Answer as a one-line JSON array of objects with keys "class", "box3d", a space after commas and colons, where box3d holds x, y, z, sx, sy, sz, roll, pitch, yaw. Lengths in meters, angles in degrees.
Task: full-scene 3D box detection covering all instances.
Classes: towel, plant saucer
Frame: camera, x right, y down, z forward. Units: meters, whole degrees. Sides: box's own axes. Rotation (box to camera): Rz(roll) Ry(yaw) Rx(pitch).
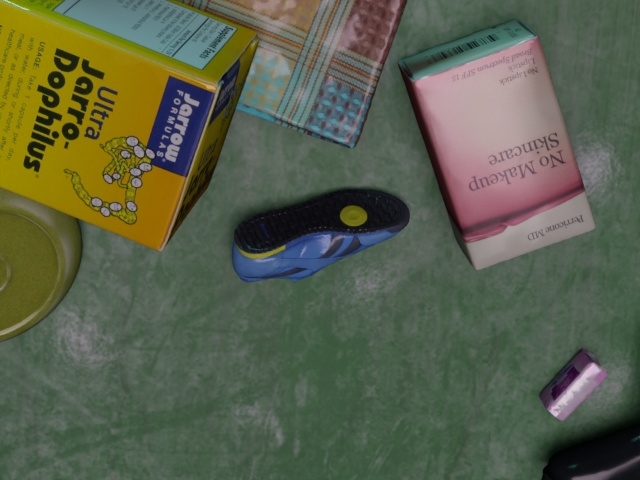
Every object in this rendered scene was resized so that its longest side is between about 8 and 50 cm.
[{"class": "towel", "box3d": [-0.093, -0.280, 1.769, 0.370, 0.040, 0.271, 20, 104, 4]}, {"class": "plant saucer", "box3d": [-0.378, 0.030, 1.835, 0.241, 0.037, 0.241, -12, 128, -15]}]

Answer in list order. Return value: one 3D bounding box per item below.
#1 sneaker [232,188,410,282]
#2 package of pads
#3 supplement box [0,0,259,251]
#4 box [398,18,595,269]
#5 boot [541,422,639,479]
[{"class": "sneaker", "box3d": [0.000, 0.000, 1.900, 0.209, 0.069, 0.082, -14, 141, -9]}, {"class": "package of pads", "box3d": [0.302, 0.172, 1.976, 0.032, 0.050, 0.083, 39, 99, -14]}, {"class": "supplement box", "box3d": [-0.273, -0.167, 1.702, 0.356, 0.194, 0.195, 22, 114, 2]}, {"class": "box", "box3d": [0.195, -0.108, 1.842, 0.148, 0.127, 0.232, -20, 107, 1]}, {"class": "boot", "box3d": [0.389, 0.202, 1.968, 0.246, 0.094, 0.207, -1, 111, -12]}]
